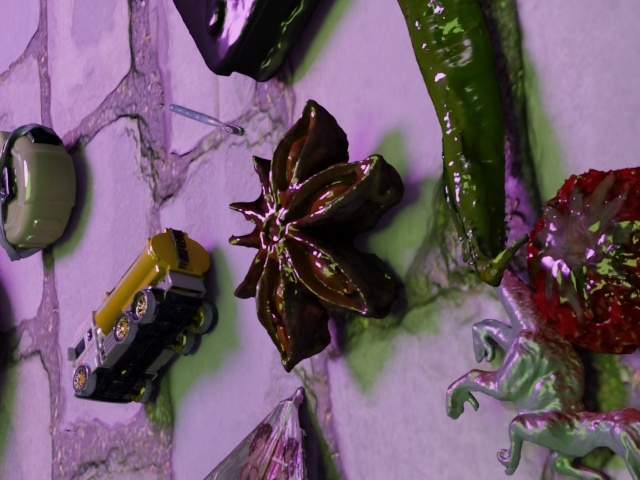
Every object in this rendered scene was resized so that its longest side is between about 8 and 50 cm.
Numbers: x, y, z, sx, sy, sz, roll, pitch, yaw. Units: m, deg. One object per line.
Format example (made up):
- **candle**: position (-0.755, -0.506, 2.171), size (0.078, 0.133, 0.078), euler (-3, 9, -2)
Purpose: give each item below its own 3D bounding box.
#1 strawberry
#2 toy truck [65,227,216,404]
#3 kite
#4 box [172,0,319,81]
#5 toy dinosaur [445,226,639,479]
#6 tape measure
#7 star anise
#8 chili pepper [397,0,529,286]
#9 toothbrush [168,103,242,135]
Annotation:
- **strawberry**: position (0.210, 0.013, 0.754), size (0.145, 0.086, 0.145), euler (-27, 49, 36)
- **toy truck**: position (-0.211, 0.094, 1.243), size (0.227, 0.098, 0.114), euler (-48, 45, 30)
- **kite**: position (-0.071, 0.271, 1.058), size (0.323, 0.013, 0.267), euler (16, 83, 64)
- **box**: position (-0.070, -0.397, 1.177), size (0.350, 0.091, 0.359), euler (-55, 43, 27)
- **toy dinosaur**: position (0.166, 0.083, 0.822), size (0.167, 0.053, 0.242), euler (-29, 61, 42)
- **tape measure**: position (-0.425, -0.075, 1.526), size (0.175, 0.106, 0.200), euler (-20, 69, 51)
- **star anise**: position (0.003, -0.006, 1.011), size (0.220, 0.099, 0.214), euler (-52, 61, 24)
- **chili pepper**: position (0.123, -0.110, 0.885), size (0.085, 0.076, 0.359), euler (-39, 46, 37)
- **toothbrush**: position (-0.143, -0.147, 1.272), size (0.167, 0.014, 0.011), euler (25, 111, 50)
